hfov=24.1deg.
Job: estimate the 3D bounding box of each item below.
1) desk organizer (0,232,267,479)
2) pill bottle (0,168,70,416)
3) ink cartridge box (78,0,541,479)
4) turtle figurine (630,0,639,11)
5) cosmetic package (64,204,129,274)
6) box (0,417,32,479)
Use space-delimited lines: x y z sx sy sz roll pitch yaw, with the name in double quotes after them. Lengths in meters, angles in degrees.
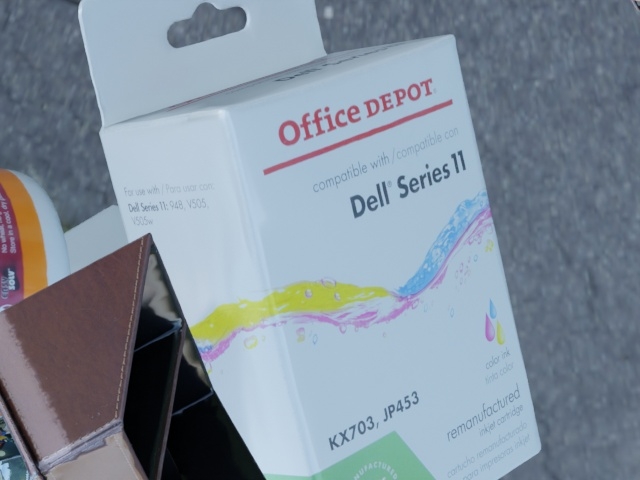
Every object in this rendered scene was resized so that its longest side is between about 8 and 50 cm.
-0.045 0.057 0.394 0.050 0.047 0.130 -28 149 -10 "desk organizer"
-0.234 0.022 0.663 0.221 0.121 0.121 2 134 -36 "pill bottle"
0.000 0.000 0.916 0.119 0.207 0.353 -2 106 46 "ink cartridge box"
0.340 -0.247 1.399 0.269 0.217 0.087 6 136 -27 "turtle figurine"
-0.123 0.120 1.240 0.224 0.138 0.224 16 122 29 "cosmetic package"
-0.188 0.212 0.943 0.159 0.044 0.233 -12 125 -34 "box"
